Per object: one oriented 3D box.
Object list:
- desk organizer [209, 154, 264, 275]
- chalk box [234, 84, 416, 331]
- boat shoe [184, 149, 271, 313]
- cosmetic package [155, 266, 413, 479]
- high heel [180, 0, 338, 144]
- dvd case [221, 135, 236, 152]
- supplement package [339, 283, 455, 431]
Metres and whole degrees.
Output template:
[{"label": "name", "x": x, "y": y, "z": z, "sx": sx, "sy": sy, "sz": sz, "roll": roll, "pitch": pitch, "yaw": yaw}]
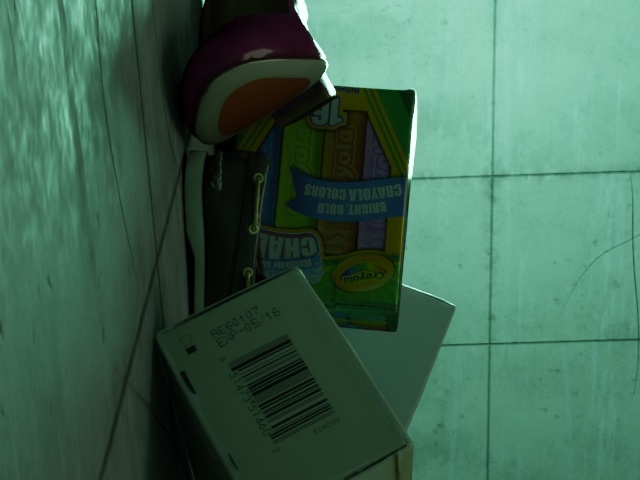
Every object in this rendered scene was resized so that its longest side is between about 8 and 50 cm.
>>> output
[{"label": "desk organizer", "x": -0.078, "y": -0.020, "z": 1.208, "sx": 0.130, "sy": 0.050, "sz": 0.047, "roll": 86, "pitch": 2, "yaw": -56}, {"label": "chalk box", "x": 0.000, "y": 0.000, "z": 1.411, "sx": 0.180, "sy": 0.179, "sz": 0.289, "roll": 72, "pitch": 22, "yaw": -81}, {"label": "boat shoe", "x": -0.069, "y": 0.038, "z": 1.127, "sx": 0.081, "sy": 0.068, "sz": 0.228, "roll": -87, "pitch": 175, "yaw": -72}, {"label": "cosmetic package", "x": -0.020, "y": 0.176, "z": 1.001, "sx": 0.160, "sy": 0.113, "sz": 0.309, "roll": 57, "pitch": -15, "yaw": 28}, {"label": "high heel", "x": -0.080, "y": -0.184, "z": 1.161, "sx": 0.181, "sy": 0.127, "sz": 0.377, "roll": 60, "pitch": 6, "yaw": 0}, {"label": "dvd case", "x": -0.094, "y": -0.183, "z": 1.463, "sx": 0.164, "sy": 0.018, "sz": 0.221, "roll": 87, "pitch": 1, "yaw": -69}, {"label": "supplement package", "x": 0.058, "y": 0.198, "z": 1.985, "sx": 0.177, "sy": 0.175, "sz": 0.293, "roll": 67, "pitch": 45, "yaw": -86}]
